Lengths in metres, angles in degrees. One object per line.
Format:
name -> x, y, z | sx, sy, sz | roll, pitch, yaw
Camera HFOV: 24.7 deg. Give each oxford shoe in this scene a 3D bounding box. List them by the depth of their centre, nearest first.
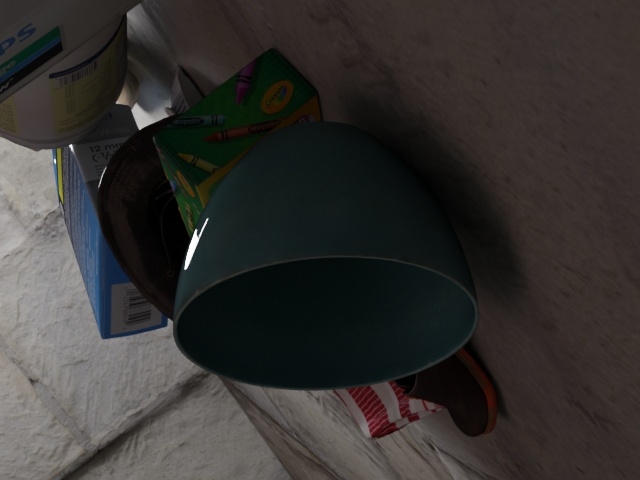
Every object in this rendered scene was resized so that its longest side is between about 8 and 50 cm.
oxford shoe -> 0.129, 0.152, 1.708 | 0.097, 0.098, 0.271 | 38, 162, 48

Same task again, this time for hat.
hat -> -0.124, -0.027, 1.949 | 0.331, 0.331, 0.134 | 53, -154, -6

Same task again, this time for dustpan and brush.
dustpan and brush -> -0.162, -0.132, 2.043 | 0.211, 0.060, 0.147 | 52, 168, -1

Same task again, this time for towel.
towel -> 0.055, 0.153, 1.980 | 0.237, 0.037, 0.329 | 52, 156, 2

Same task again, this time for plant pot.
plant pot -> 0.000, 0.000, 1.429 | 0.290, 0.290, 0.195 | 73, -169, -61

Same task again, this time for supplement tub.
supplement tub -> -0.374, -0.271, 1.942 | 0.235, 0.235, 0.325 | 49, 163, 9

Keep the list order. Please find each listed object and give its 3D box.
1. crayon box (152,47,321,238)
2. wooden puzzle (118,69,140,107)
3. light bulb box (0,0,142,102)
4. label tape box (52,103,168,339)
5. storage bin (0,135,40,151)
crayon box -> -0.079, -0.076, 1.648 | 0.081, 0.165, 0.278 | 47, 167, 21
wooden puzzle -> -0.437, -0.314, 2.286 | 0.347, 0.081, 0.322 | 25, 176, -9
light bulb box -> -0.402, -0.349, 1.576 | 0.361, 0.358, 0.225 | 52, 170, 3
label tape box -> -0.318, -0.066, 2.183 | 0.249, 0.115, 0.348 | 99, 156, -47
storage bin -> -0.567, -0.261, 2.274 | 0.260, 0.123, 0.262 | 22, 175, 31
